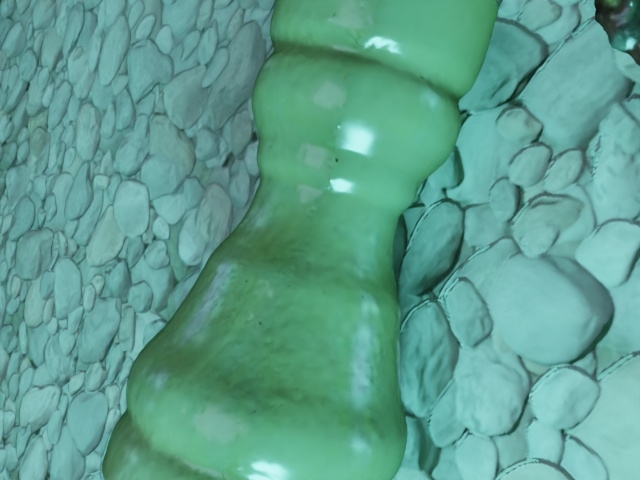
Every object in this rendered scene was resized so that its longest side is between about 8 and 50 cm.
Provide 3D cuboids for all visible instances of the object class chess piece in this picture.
[{"bbox_3d":[0.000,0.000,0.619,0.234,0.234,0.442,15,87,46],"label":"chess piece"}]

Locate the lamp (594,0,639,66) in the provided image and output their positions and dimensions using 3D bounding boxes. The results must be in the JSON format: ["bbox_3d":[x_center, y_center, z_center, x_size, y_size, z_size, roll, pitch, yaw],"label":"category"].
[{"bbox_3d":[0.273,-0.175,0.438,0.223,0.151,0.215,1,86,1],"label":"lamp"}]
